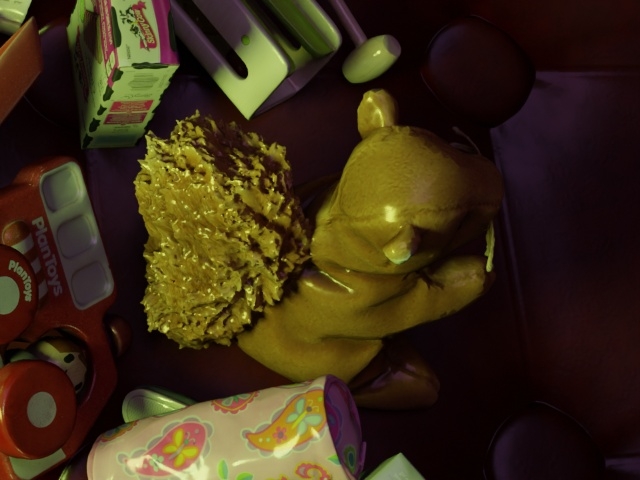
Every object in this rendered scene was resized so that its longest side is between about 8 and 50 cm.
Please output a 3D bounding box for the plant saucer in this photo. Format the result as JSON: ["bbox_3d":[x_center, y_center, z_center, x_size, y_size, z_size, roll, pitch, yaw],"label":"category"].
[{"bbox_3d":[-0.392,-0.094,1.847,0.047,0.259,0.258,40,64,-15],"label":"plant saucer"}]

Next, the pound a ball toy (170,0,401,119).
[{"bbox_3d":[-0.085,-0.275,2.087,0.319,0.136,0.208,50,40,4],"label":"pound a ball toy"}]

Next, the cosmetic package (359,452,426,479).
[{"bbox_3d":[0.057,0.312,1.845,0.107,0.238,0.127,-41,90,-24],"label":"cosmetic package"}]

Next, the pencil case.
[{"bbox_3d":[-0.097,0.225,1.828,0.284,0.124,0.124,-16,74,15],"label":"pencil case"}]

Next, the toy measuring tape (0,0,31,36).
[{"bbox_3d":[-0.316,-0.394,2.075,0.121,0.121,0.330,19,89,-10],"label":"toy measuring tape"}]

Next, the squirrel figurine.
[{"bbox_3d":[0.000,0.000,1.865,0.397,0.370,0.281,3,71,-16],"label":"squirrel figurine"}]

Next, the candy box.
[{"bbox_3d":[-0.222,-0.215,1.948,0.071,0.233,0.159,-4,72,-18],"label":"candy box"}]

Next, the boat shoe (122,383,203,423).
[{"bbox_3d":[-0.106,0.219,1.931,0.233,0.084,0.079,25,28,0],"label":"boat shoe"}]

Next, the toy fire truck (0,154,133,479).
[{"bbox_3d":[-0.303,0.087,1.843,0.254,0.169,0.302,-30,110,-43],"label":"toy fire truck"}]
